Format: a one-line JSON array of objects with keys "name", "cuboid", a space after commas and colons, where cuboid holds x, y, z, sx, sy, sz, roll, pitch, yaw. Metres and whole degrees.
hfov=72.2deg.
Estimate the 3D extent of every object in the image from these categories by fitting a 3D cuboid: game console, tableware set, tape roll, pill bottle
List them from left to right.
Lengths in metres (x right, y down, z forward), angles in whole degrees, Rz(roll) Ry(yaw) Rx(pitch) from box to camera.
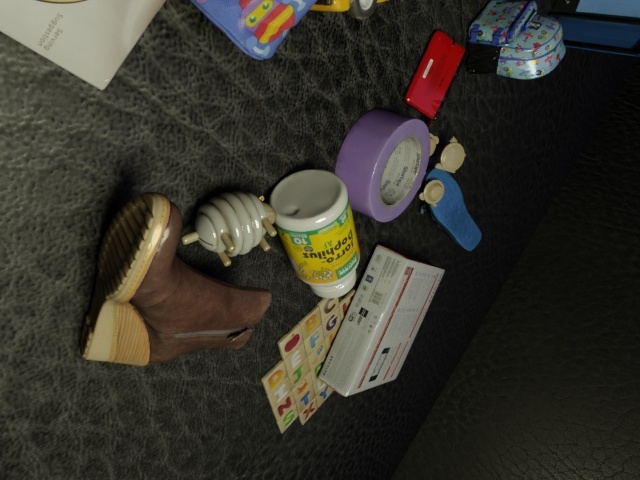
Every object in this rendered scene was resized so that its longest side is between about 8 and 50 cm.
[{"name": "pill bottle", "cuboid": [0.000, 0.000, 0.697, 0.117, 0.117, 0.208, -45, 144, -24]}, {"name": "tape roll", "cuboid": [0.115, -0.134, 0.792, 0.189, 0.080, 0.189, -33, 138, -36]}, {"name": "tableware set", "cuboid": [0.237, -0.155, 0.950, 0.141, 0.020, 0.169, 22, 98, -29]}, {"name": "game console", "cuboid": [0.220, -0.313, 0.867, 0.124, 0.085, 0.144, 22, 96, -26]}, {"name": "game console", "cuboid": [0.709, -0.588, 1.076, 0.173, 0.293, 0.250, -13, 123, -49]}]

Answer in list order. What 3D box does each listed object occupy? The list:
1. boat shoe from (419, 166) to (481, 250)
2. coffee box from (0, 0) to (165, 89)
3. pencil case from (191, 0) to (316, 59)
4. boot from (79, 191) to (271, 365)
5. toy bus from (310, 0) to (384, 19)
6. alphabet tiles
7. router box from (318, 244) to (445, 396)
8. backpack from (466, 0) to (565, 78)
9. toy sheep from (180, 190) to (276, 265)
[{"name": "boat shoe", "cuboid": [0.297, -0.069, 1.071, 0.109, 0.089, 0.258, -39, 120, -9]}, {"name": "coffee box", "cuboid": [-0.137, -0.271, 0.254, 0.297, 0.119, 0.168, -51, 152, 7]}, {"name": "pencil case", "cuboid": [-0.004, -0.307, 0.372, 0.306, 0.133, 0.119, -41, 148, 24]}, {"name": "boot", "cuboid": [-0.148, 0.053, 0.518, 0.206, 0.090, 0.248, 5, 131, -40]}, {"name": "toy bus", "cuboid": [0.086, -0.375, 0.552, 0.332, 0.108, 0.130, -35, 138, -35]}, {"name": "alphabet tiles", "cuboid": [-0.006, 0.271, 0.983, 0.285, 0.011, 0.343, -39, 141, -30]}, {"name": "router box", "cuboid": [0.164, 0.196, 1.081, 0.301, 0.082, 0.336, 16, 99, -58]}, {"name": "backpack", "cuboid": [0.410, -0.412, 0.906, 0.158, 0.173, 0.117, -48, 145, -19]}, {"name": "toy sheep", "cuboid": [-0.113, -0.019, 0.559, 0.132, 0.091, 0.091, -20, 129, -38]}]
